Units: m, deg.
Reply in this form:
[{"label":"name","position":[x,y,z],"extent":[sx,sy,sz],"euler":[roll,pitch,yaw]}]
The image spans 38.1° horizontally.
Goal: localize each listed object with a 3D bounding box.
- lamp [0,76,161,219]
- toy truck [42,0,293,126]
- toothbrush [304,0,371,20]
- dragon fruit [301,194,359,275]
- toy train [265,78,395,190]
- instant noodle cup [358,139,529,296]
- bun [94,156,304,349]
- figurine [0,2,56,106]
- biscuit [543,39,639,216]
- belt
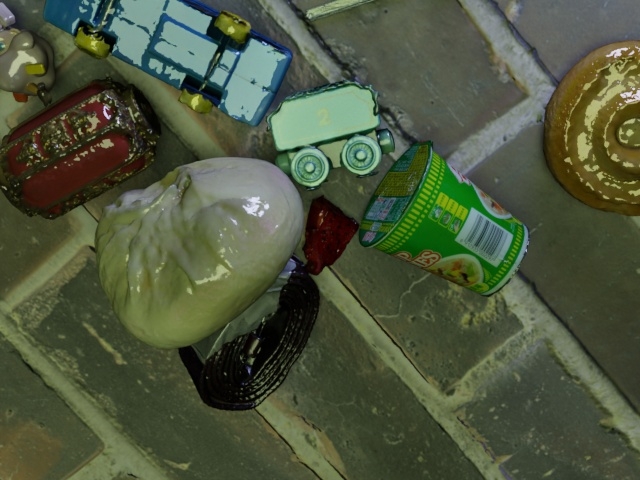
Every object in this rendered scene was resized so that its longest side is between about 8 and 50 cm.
[{"label":"lamp","position":[-0.397,-0.151,1.522],"extent":[0.274,0.177,0.177],"euler":[-30,102,9]},{"label":"toy truck","position":[-0.239,-0.325,1.479],"extent":[0.385,0.162,0.161],"euler":[26,104,-4]},{"label":"toothbrush","position":[0.113,-0.413,1.521],"extent":[0.294,0.028,0.026],"euler":[-16,103,10]},{"label":"dragon fruit","position":[0.000,0.000,1.611],"extent":[0.097,0.063,0.131],"euler":[31,103,-7]},{"label":"toy train","position":[0.015,-0.177,1.543],"extent":[0.203,0.112,0.163],"euler":[-14,98,4]},{"label":"instant noodle cup","position":[0.216,-0.024,1.542],"extent":[0.233,0.207,0.207],"euler":[30,104,-13]},{"label":"bun","position":[-0.208,-0.005,1.467],"extent":[0.361,0.361,0.213],"euler":[-32,128,9]},{"label":"figurine","position":[-0.512,-0.309,1.519],"extent":[0.229,0.112,0.137],"euler":[45,129,-3]},{"label":"biscuit","position":[0.519,-0.182,1.537],"extent":[0.297,0.102,0.296],"euler":[0,107,0]},{"label":"belt","position":[-0.127,0.142,1.605],"extent":[0.184,0.164,0.289],"euler":[25,104,-33]}]
